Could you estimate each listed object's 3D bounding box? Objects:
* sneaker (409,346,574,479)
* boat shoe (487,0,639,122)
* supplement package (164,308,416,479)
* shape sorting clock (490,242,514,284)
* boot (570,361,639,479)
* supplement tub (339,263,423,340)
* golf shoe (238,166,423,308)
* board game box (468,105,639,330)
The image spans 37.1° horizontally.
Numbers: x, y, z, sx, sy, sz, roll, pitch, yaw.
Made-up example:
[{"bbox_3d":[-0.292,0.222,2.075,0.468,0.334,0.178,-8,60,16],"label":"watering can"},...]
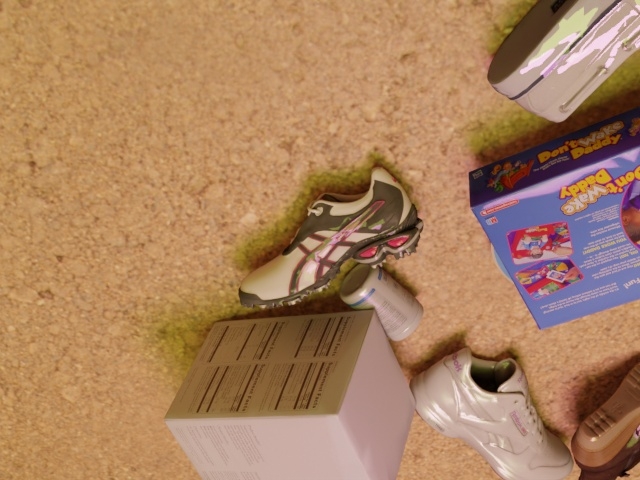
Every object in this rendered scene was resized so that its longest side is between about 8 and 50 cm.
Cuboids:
[{"bbox_3d":[0.285,0.269,1.436,0.305,0.114,0.152,32,120,-19],"label":"sneaker"},{"bbox_3d":[0.364,-0.262,1.058,0.156,0.136,0.367,31,123,-18],"label":"boat shoe"},{"bbox_3d":[-0.034,0.241,1.337,0.262,0.198,0.199,-7,126,26],"label":"supplement package"},{"bbox_3d":[0.335,-0.002,1.294,0.206,0.040,0.206,1,124,1],"label":"shape sorting clock"},{"bbox_3d":[0.493,0.277,1.467,0.248,0.090,0.207,-31,143,-5],"label":"boot"},{"bbox_3d":[0.086,0.085,1.341,0.071,0.071,0.107,-38,115,24],"label":"supplement tub"},{"bbox_3d":[0.000,0.000,1.283,0.272,0.105,0.120,-25,105,11],"label":"golf shoe"},{"bbox_3d":[0.389,-0.039,1.178,0.347,0.078,0.233,-20,125,21],"label":"board game box"}]
